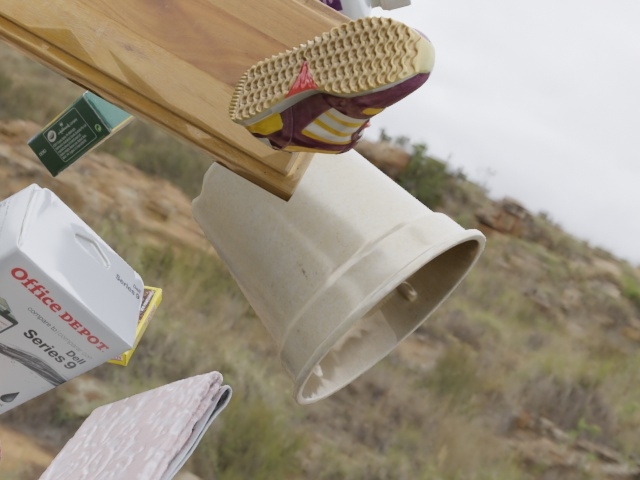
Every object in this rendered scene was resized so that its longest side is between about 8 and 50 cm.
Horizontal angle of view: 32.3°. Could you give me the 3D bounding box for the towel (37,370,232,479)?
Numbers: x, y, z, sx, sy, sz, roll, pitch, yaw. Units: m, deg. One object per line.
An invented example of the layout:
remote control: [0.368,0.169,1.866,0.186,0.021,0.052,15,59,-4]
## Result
towel: [-0.308,0.336,1.583,0.317,0.332,0.053,-22,-68,37]

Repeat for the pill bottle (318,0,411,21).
pill bottle: [-0.026,-0.370,1.602,0.301,0.169,0.169,-11,-9,7]

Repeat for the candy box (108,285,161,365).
candy box: [-0.330,0.127,1.760,0.105,0.027,0.206,8,27,5]

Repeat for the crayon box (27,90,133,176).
crayon box: [-0.349,-0.256,1.971,0.203,0.323,0.083,-28,-77,44]

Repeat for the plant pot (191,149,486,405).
plant pot: [0.000,0.000,1.509,0.305,0.334,0.334,48,4,16]

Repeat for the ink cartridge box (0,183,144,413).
ink cartridge box: [-0.397,0.088,1.369,0.211,0.289,0.121,47,27,-34]

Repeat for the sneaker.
sneaker: [0.021,-0.109,0.825,0.185,0.070,0.084,-7,-30,41]

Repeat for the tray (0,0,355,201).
tray: [-0.164,-0.232,1.207,0.411,0.203,0.076,29,-7,-4]
